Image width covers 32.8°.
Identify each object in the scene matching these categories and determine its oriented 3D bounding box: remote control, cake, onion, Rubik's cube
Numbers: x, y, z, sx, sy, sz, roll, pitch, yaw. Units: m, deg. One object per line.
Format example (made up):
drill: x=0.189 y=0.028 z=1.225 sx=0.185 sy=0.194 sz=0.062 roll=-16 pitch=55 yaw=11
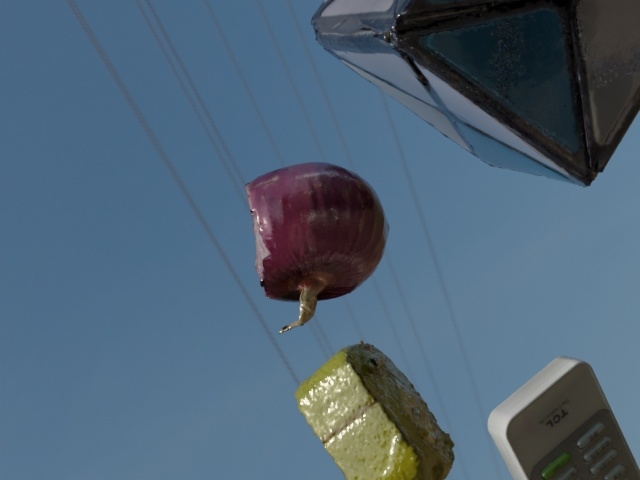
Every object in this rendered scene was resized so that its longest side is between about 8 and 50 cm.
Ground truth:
remote control: x=0.230 y=0.221 z=0.929 sx=0.103 sy=0.034 sz=0.250 roll=-34 pitch=-69 yaw=-18
cake: x=0.095 y=0.292 z=1.711 sx=0.156 sy=0.260 sz=0.179 roll=-44 pitch=-23 yaw=22
onion: x=-0.003 y=-0.011 z=1.380 sx=0.200 sy=0.200 sz=0.207 roll=-35 pitch=-49 yaw=-29
Rubik's cube: x=0.215 y=-0.267 z=1.237 sx=0.307 sy=0.310 sz=0.305 roll=35 pitch=-94 yaw=-20
